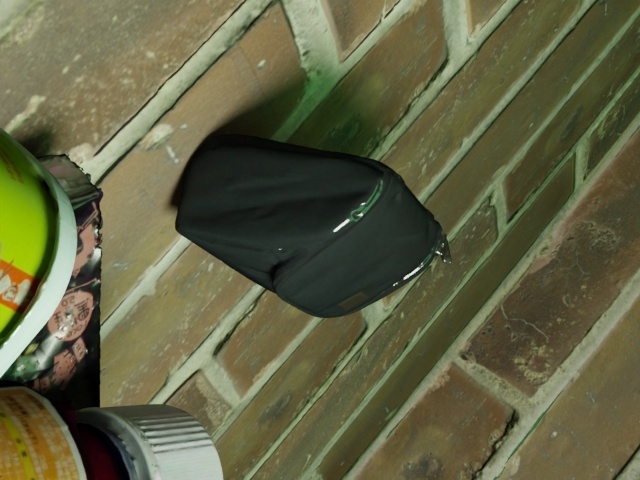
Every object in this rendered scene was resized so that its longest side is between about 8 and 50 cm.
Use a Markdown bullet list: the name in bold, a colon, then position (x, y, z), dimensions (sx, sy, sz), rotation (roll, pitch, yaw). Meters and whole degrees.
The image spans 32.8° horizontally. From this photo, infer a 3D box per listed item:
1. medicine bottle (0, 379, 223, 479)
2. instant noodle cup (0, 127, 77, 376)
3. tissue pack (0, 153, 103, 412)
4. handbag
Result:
- **medicine bottle**: position (-0.267, 0.238, 0.996), dimensions (0.395, 0.242, 0.242), rotation (-2, 123, -52)
- **instant noodle cup**: position (-0.368, -0.031, 0.726), dimensions (0.294, 0.294, 0.308), rotation (-52, 148, -7)
- **tissue pack**: position (-0.338, 0.088, 1.072), dimensions (0.245, 0.123, 0.332), rotation (-23, 138, -35)
- **handbag**: position (-0.002, 0.003, 1.368), dimensions (0.302, 0.275, 0.178), rotation (41, 65, -64)
